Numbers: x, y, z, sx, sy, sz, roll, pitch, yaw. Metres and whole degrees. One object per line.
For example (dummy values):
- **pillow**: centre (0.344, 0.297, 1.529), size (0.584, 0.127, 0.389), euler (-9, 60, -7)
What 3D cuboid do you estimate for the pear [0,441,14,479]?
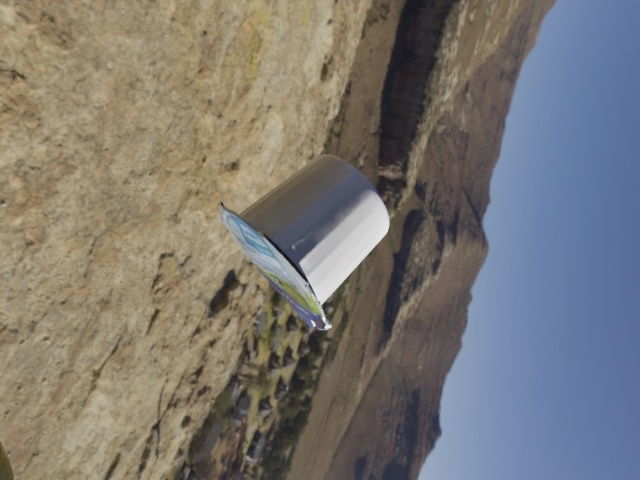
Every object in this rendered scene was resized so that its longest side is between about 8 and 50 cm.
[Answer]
- **pear**: centre (-0.290, 0.177, 0.318), size (0.178, 0.177, 0.178), euler (12, 90, -78)

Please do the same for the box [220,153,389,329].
- **box**: centre (0.000, 0.000, 0.887), size (0.206, 0.262, 0.291), euler (-42, 131, -14)
